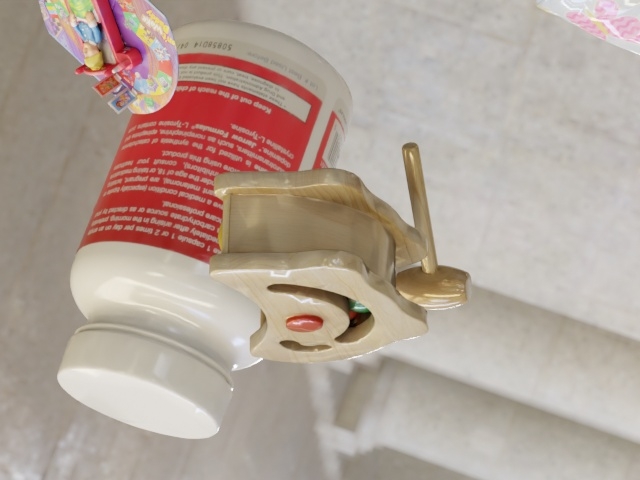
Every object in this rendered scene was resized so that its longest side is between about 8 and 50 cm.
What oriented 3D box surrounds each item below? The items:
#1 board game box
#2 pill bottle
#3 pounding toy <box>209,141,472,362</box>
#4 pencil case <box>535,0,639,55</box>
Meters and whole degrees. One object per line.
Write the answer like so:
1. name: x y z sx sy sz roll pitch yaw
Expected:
1. board game box: -0.196 -0.179 1.423 0.033 0.169 0.133 -40 169 -37
2. pill bottle: -0.126 -0.010 1.727 0.229 0.229 0.407 92 15 -65
3. pounding toy: 0.000 0.000 1.266 0.269 0.154 0.154 38 47 -56
4. pencil case: 0.322 -0.203 1.414 0.124 0.273 0.113 119 -6 -65
